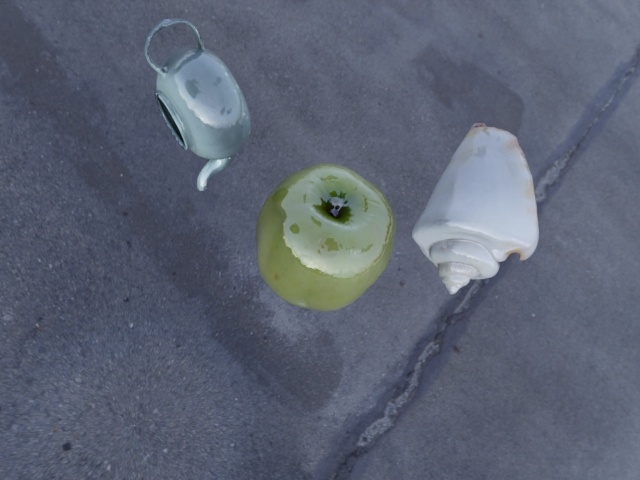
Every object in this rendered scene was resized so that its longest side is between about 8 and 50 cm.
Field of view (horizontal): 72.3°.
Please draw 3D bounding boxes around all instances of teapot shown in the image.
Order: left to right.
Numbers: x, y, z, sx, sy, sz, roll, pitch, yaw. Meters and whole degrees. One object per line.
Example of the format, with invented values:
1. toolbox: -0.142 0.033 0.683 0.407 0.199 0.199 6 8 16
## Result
1. teapot: -0.212 -0.233 0.768 0.129 0.295 0.193 -33 47 -18

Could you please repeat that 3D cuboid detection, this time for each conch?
1. conch: 0.158 -0.031 0.439 0.094 0.104 0.176 39 67 -23

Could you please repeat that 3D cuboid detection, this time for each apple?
1. apple: 0.000 0.000 0.814 0.278 0.279 0.280 9 66 -20
